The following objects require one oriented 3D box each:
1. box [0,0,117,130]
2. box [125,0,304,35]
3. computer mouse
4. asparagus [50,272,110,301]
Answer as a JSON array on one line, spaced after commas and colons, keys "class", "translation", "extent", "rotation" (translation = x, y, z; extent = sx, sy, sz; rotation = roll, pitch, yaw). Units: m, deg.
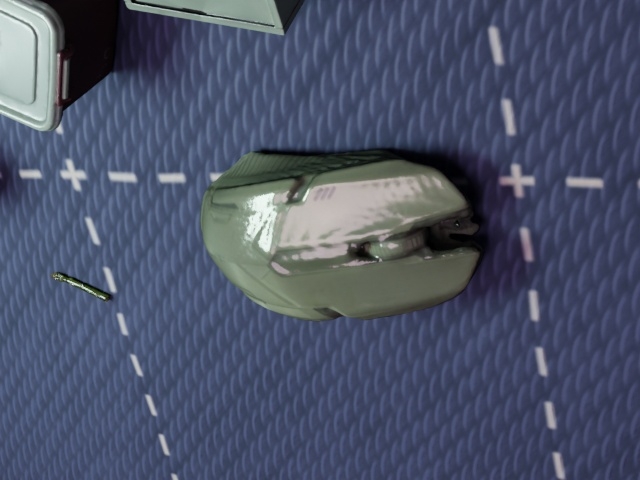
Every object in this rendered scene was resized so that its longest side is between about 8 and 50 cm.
[{"class": "box", "translation": [-0.420, -0.296, 1.713], "extent": [0.294, 0.167, 0.193], "rotation": [25, 128, 16]}, {"class": "box", "translation": [-0.139, -0.374, 1.474], "extent": [0.225, 0.117, 0.225], "rotation": [14, 149, 23]}, {"class": "computer mouse", "translation": [0.001, 0.001, 1.665], "extent": [0.429, 0.145, 0.228], "rotation": [-2, 116, 32]}, {"class": "asparagus", "translation": [-0.387, 0.072, 2.038], "extent": [0.114, 0.014, 0.015], "rotation": [23, 112, 18]}]
